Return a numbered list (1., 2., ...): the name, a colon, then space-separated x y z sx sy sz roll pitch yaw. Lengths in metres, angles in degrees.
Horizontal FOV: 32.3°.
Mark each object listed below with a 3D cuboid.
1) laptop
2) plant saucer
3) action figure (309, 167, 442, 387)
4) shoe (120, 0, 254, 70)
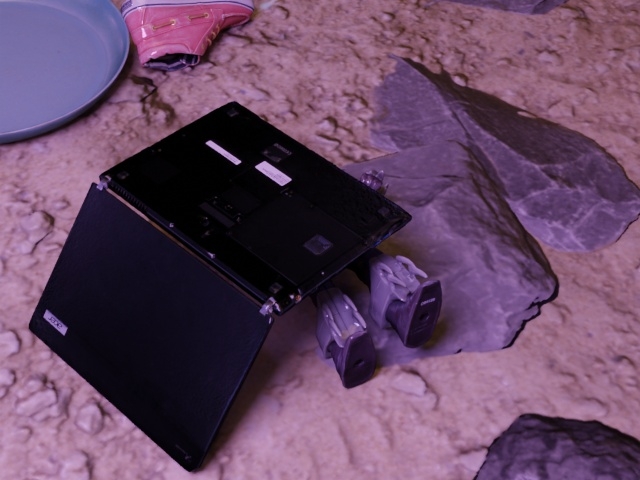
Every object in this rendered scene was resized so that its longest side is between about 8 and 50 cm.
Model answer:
1. laptop: -0.095 0.028 0.991 0.234 0.136 0.264 35 52 28
2. plant saucer: -0.378 -0.208 1.264 0.318 0.043 0.317 2 47 -3
3. action figure: 0.000 0.000 1.055 0.185 0.099 0.285 -26 49 -15
4. shoe: -0.147 -0.246 1.308 0.178 0.063 0.081 -11 79 -39
